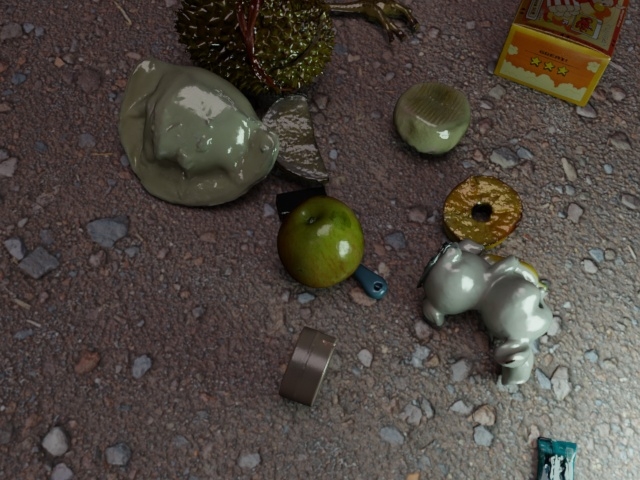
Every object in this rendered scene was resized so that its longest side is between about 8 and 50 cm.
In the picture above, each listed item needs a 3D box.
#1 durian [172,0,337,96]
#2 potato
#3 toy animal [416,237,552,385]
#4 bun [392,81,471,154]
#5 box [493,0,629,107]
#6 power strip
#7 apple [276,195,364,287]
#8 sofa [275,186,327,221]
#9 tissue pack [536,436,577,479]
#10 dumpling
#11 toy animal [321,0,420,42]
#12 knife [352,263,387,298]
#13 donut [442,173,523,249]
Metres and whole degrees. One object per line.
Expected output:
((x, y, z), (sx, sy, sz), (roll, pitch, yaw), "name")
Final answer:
((-0.144, -0.500, 1.963), (0.384, 0.347, 0.347), (31, 63, 17), "durian")
((-0.069, -0.218, 1.954), (0.138, 0.098, 0.243), (-12, 70, -7), "potato")
((0.364, 0.132, 1.753), (0.310, 0.183, 0.247), (38, 75, 11), "toy animal")
((0.269, -0.295, 2.009), (0.178, 0.128, 0.193), (28, 52, 10), "bun")
((0.626, -0.545, 2.125), (0.260, 0.214, 0.283), (22, 62, 6), "box")
((-0.026, 0.256, 1.669), (0.078, 0.154, 0.154), (21, 62, 3), "power strip")
((0.000, 0.000, 1.785), (0.196, 0.196, 0.195), (2, 61, -4), "apple")
((-0.042, -0.085, 1.915), (0.118, 0.039, 0.060), (-11, 64, -11), "sofa")
((0.473, 0.467, 1.663), (0.085, 0.028, 0.138), (11, 64, 1), "tissue pack")
((-0.292, -0.232, 1.900), (0.395, 0.233, 0.315), (28, 101, 6), "dumpling")
((0.130, -0.606, 2.206), (0.276, 0.054, 0.149), (23, 65, 5), "toy animal")
((0.051, 0.048, 1.859), (0.244, 0.032, 0.058), (39, 74, 21), "knife")
((0.370, -0.056, 1.915), (0.174, 0.074, 0.190), (32, 68, 11), "donut")
